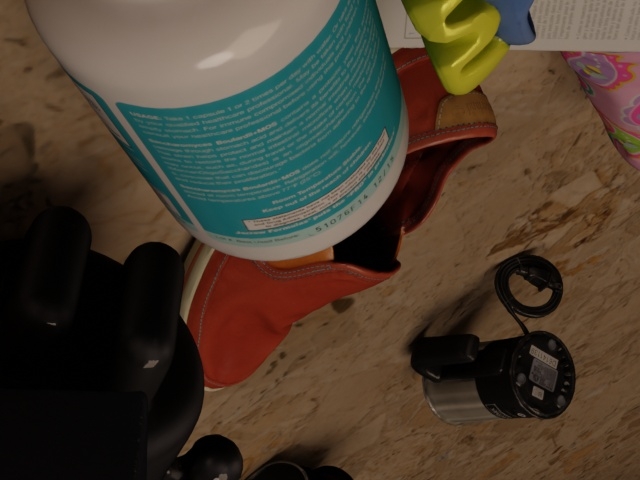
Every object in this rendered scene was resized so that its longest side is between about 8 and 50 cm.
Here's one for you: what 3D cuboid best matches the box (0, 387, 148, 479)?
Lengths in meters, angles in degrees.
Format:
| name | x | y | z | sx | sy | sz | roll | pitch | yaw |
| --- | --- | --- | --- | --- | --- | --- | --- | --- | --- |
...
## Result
| name | x | y | z | sx | sy | sz | roll | pitch | yaw |
| --- | --- | --- | --- | --- | --- | --- | --- | --- | --- |
| box | -0.243 | 0.256 | 0.621 | 0.312 | 0.179 | 0.343 | 3 | 109 | -4 |

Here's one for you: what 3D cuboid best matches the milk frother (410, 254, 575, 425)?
| name | x | y | z | sx | sy | sz | roll | pitch | yaw |
| --- | --- | --- | --- | --- | --- | --- | --- | --- | --- |
| milk frother | 0.173 | 0.099 | 1.288 | 0.134 | 0.129 | 0.143 | -15 | -145 | 54 |

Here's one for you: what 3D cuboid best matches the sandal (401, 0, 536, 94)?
| name | x | y | z | sx | sy | sz | roll | pitch | yaw |
| --- | --- | --- | --- | --- | --- | --- | --- | --- | --- |
| sandal | 0.067 | -0.196 | 0.576 | 0.138 | 0.126 | 0.317 | -22 | 151 | 12 |

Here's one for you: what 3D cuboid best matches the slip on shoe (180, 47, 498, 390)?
| name | x | y | z | sx | sy | sz | roll | pitch | yaw |
| --- | --- | --- | --- | --- | --- | --- | --- | --- | --- |
| slip on shoe | 0.000 | 0.000 | 0.894 | 0.123 | 0.101 | 0.331 | -5 | 141 | -50 |

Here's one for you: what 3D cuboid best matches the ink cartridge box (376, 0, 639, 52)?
| name | x | y | z | sx | sy | sz | roll | pitch | yaw |
| --- | --- | --- | --- | --- | --- | --- | --- | --- | --- |
| ink cartridge box | 0.126 | -0.192 | 0.715 | 0.232 | 0.066 | 0.189 | 3 | 135 | 1 |

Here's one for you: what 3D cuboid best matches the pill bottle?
| name | x | y | z | sx | sy | sz | roll | pitch | yaw |
| --- | --- | --- | --- | --- | --- | --- | --- | --- | --- |
| pill bottle | -0.046 | -0.101 | 0.616 | 0.146 | 0.146 | 0.264 | -35 | 155 | -4 |

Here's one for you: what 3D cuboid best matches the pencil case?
| name | x | y | z | sx | sy | sz | roll | pitch | yaw |
| --- | --- | --- | --- | --- | --- | --- | --- | --- | --- |
| pencil case | 0.241 | -0.137 | 0.943 | 0.124 | 0.124 | 0.284 | -40 | 153 | 6 |

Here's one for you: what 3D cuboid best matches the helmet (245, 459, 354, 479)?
| name | x | y | z | sx | sy | sz | roll | pitch | yaw |
| --- | --- | --- | --- | --- | --- | --- | --- | --- | --- |
| helmet | -0.008 | 0.310 | 1.321 | 0.169 | 0.161 | 0.169 | -29 | 153 | -16 |

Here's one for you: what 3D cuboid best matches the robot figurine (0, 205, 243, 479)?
| name | x | y | z | sx | sy | sz | roll | pitch | yaw |
| --- | --- | --- | --- | --- | --- | --- | --- | --- | --- |
| robot figurine | -0.175 | 0.114 | 0.778 | 0.173 | 0.209 | 0.278 | -25 | 154 | -52 |
